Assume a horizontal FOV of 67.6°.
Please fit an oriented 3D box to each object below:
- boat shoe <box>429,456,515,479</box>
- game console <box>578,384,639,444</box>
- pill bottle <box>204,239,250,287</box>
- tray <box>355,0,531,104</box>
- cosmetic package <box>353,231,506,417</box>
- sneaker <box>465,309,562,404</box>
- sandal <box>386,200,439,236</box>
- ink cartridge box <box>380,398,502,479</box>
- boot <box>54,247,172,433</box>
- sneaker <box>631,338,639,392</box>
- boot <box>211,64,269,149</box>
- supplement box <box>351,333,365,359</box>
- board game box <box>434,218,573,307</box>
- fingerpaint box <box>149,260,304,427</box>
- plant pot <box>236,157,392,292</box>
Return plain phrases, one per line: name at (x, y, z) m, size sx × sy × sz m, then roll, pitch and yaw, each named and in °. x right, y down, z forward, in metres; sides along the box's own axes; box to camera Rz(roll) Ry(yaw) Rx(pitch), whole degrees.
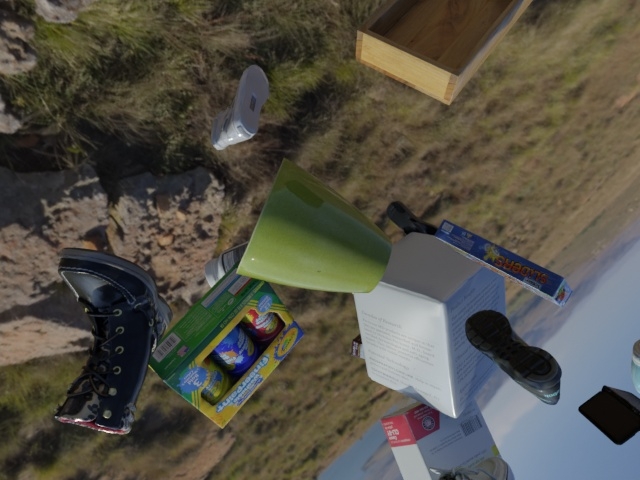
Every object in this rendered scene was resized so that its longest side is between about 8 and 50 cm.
boat shoe at (0.324, 0.603, 1.138) m, size 0.367 × 0.156 × 0.136 m, roll -27°, pitch 175°, yaw -37°
game console at (0.603, 0.350, 0.945) m, size 0.122 × 0.107 × 0.071 m, roll -118°, pitch -134°, yaw -74°
pill bottle at (-0.287, 0.091, 1.817) m, size 0.278 × 0.162 × 0.162 m, roll -22°, pitch 160°, yaw 16°
tray at (0.267, -0.451, 0.933) m, size 0.411 × 0.202 × 0.076 m, roll -50°, pitch 161°, yaw -24°
cosmetic package at (0.339, 0.231, 1.447) m, size 0.329 × 0.327 × 0.394 m, roll -30°, pitch 119°, yaw -36°
sneaker at (0.406, 0.249, 1.027) m, size 0.101 × 0.267 × 0.106 m, roll -34°, pitch 118°, yaw -1°
sandal at (0.323, -0.035, 1.633) m, size 0.054 × 0.254 × 0.097 m, roll -28°, pitch 148°, yaw -46°
ink cartridge box at (0.396, 0.679, 1.464) m, size 0.279 × 0.385 × 0.160 m, roll -11°, pitch 160°, yaw -32°
boot at (-0.422, 0.207, 0.933) m, size 0.377 × 0.138 × 0.284 m, roll 89°, pitch 9°, yaw -60°
sneaker at (0.982, 0.322, 1.311) m, size 0.365 × 0.135 × 0.150 m, roll -9°, pitch 112°, yaw -18°
boot at (-0.214, -0.343, 1.227) m, size 0.123 × 0.258 × 0.095 m, roll -18°, pitch 135°, yaw 29°
supplement box at (0.251, 0.415, 1.806) m, size 0.130 × 0.239 × 0.073 m, roll -24°, pitch 122°, yaw -53°
board game box at (0.298, 0.037, 0.778) m, size 0.136 × 0.201 × 0.035 m, roll 23°, pitch 98°, yaw -55°
fingerpaint box at (-0.310, 0.362, 1.652) m, size 0.445 × 0.163 × 0.371 m, roll -46°, pitch 136°, yaw -20°
plant pot at (0.000, 0.000, 1.068) m, size 0.275 × 0.293 × 0.275 m, roll -158°, pitch -90°, yaw -82°
